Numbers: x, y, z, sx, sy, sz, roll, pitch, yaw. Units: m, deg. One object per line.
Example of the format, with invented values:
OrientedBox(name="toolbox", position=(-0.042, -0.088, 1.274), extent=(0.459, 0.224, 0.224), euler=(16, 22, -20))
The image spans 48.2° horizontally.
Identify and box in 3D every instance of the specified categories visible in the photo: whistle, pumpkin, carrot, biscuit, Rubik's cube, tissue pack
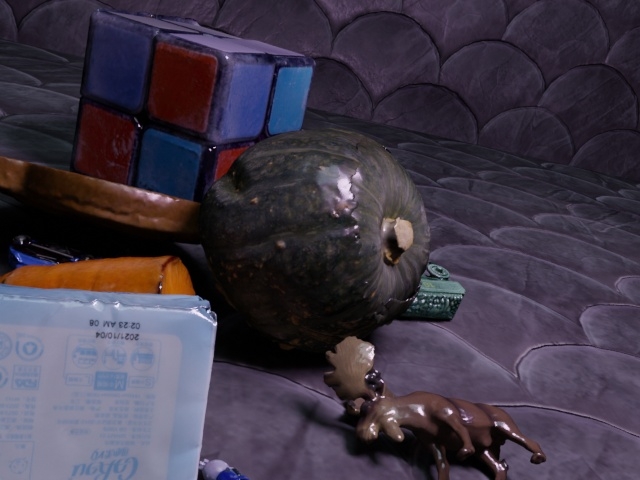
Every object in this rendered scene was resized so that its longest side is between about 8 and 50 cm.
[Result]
OrientedBox(name="whistle", position=(-0.078, 0.216, 0.633), extent=(0.033, 0.029, 0.083), euler=(19, 4, -44))
OrientedBox(name="pumpkin", position=(0.000, 0.000, 0.935), extent=(0.257, 0.292, 0.327), euler=(-5, 19, 32))
OrientedBox(name="carrot", position=(-0.245, 0.086, 0.718), extent=(0.224, 0.159, 0.159), euler=(5, 19, 3))
OrientedBox(name="biscuit", position=(-0.328, -0.056, 1.025), extent=(0.350, 0.070, 0.394), euler=(13, 1, -41))
OrientedBox(name="Rubik's cube", position=(-0.233, -0.232, 1.343), extent=(0.313, 0.319, 0.316), euler=(22, 21, 22))
OrientedBox(name="tissue pack", position=(-0.225, 0.122, 0.564), extent=(0.263, 0.177, 0.089), euler=(7, 0, -23))

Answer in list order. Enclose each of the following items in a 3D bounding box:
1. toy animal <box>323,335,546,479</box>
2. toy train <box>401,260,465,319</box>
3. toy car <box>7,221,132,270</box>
OrientedBox(name="toy animal", position=(0.110, 0.193, 0.766), extent=(0.214, 0.094, 0.186), euler=(15, 22, -23))
OrientedBox(name="toy train", position=(0.151, 0.081, 1.127), extent=(0.172, 0.070, 0.099), euler=(6, 28, -26))
OrientedBox(name="toy car", position=(-0.321, 0.026, 0.923), extent=(0.103, 0.063, 0.216), euler=(17, 11, 5))
